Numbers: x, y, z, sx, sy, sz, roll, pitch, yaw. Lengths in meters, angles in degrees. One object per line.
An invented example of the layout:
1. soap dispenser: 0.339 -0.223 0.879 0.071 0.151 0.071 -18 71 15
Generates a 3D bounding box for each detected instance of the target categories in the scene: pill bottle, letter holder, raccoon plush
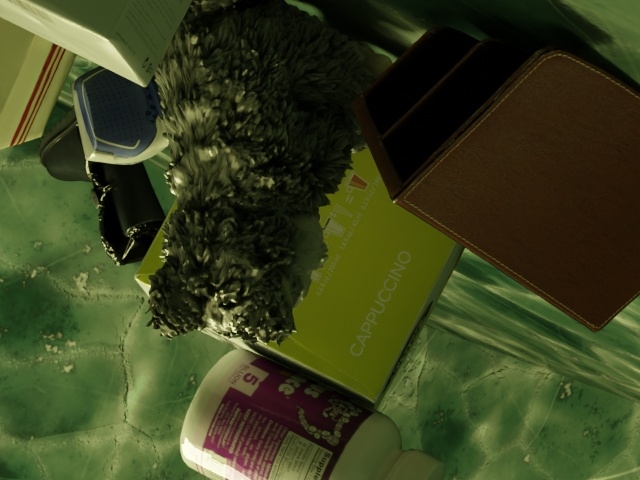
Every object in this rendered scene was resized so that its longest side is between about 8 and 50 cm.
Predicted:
1. pill bottle: -0.007 0.264 2.182 0.301 0.169 0.169 24 173 18
2. letter holder: 0.220 -0.087 1.666 0.302 0.214 0.152 31 -155 -36
3. raccoon plush: -0.129 -0.102 1.703 0.216 0.299 0.446 -7 139 43

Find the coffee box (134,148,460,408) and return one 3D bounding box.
1. coffee box: 0.000 0.000 2.299 0.338 0.338 0.334 27 173 5

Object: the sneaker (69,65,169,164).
1. sneaker: -0.114 -0.185 2.005 0.315 0.127 0.182 -10 166 -33

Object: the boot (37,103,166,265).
1. boot: -0.283 -0.061 2.310 0.094 0.207 0.246 -11 167 -27

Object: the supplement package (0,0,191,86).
1. supplement package: -0.133 -0.254 1.218 0.139 0.244 0.134 26 174 9

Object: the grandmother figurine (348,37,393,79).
1. grandmother figurine: 0.040 -0.169 1.879 0.342 0.104 0.208 25 165 -1

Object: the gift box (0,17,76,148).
1. gift box: -0.433 -0.287 2.249 0.255 0.258 0.276 26 -166 0
